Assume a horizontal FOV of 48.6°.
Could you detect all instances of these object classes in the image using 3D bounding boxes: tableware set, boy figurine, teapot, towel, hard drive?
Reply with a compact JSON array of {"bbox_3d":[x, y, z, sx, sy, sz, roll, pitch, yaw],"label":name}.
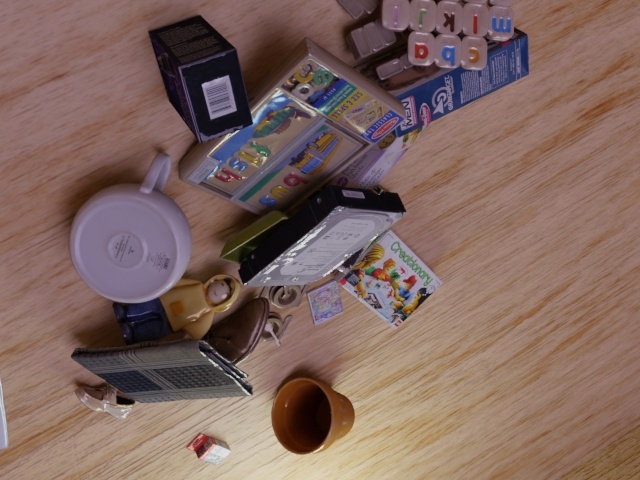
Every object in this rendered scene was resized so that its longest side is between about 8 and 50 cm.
[{"bbox_3d":[-0.107,0.184,1.807,0.128,0.039,0.194,13,114,-36],"label":"tableware set"},{"bbox_3d":[-0.307,0.155,1.582,0.285,0.177,0.092,-16,157,-15],"label":"boy figurine"},{"bbox_3d":[-0.368,-0.011,1.428,0.256,0.187,0.252,-25,104,8],"label":"teapot"},{"bbox_3d":[-0.344,0.292,1.603,0.324,0.056,0.312,-7,147,16],"label":"towel"},{"bbox_3d":[0.000,0.000,1.591,0.237,0.064,0.339,3,148,-47],"label":"hard drive"}]

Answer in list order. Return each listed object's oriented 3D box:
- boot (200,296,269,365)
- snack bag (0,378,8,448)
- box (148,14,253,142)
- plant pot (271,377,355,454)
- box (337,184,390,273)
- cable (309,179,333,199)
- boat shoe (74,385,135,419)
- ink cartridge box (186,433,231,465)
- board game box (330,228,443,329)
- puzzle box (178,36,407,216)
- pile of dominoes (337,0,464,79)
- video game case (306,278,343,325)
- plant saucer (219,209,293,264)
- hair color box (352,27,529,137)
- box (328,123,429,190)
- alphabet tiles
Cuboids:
[{"bbox_3d":[-0.243,0.249,1.734,0.115,0.112,0.305,34,103,-31],"label":"boot"},{"bbox_3d":[-0.851,0.362,1.490,0.343,0.037,0.323,-9,125,-26],"label":"snack bag"},{"bbox_3d":[-0.219,-0.298,1.292,0.108,0.207,0.153,-23,129,-15],"label":"box"},{"bbox_3d":[-0.002,0.492,1.994,0.205,0.205,0.188,-54,147,12],"label":"plant pot"},{"bbox_3d":[0.095,-0.031,1.766,0.087,0.058,0.232,27,105,-40],"label":"box"},{"bbox_3d":[-0.073,-0.162,1.597,0.287,0.072,0.139,5,136,-20],"label":"cable"},{"bbox_3d":[-0.510,0.374,1.688,0.059,0.063,0.170,-45,142,0],"label":"boat shoe"},{"bbox_3d":[-0.310,0.581,1.968,0.063,0.029,0.115,-46,133,6],"label":"ink cartridge box"},{"bbox_3d":[0.184,0.101,1.913,0.193,0.053,0.305,-46,132,4],"label":"board game box"},{"bbox_3d":[-0.062,-0.201,1.441,0.272,0.052,0.409,23,133,-38],"label":"puzzle box"},{"bbox_3d":[0.172,-0.465,1.492,0.251,0.040,0.196,-27,98,-13],"label":"pile of dominoes"},{"bbox_3d":[0.013,0.165,1.884,0.087,0.011,0.122,-24,131,-15],"label":"video game case"},{"bbox_3d":[-0.114,-0.007,1.611,0.188,0.045,0.188,-31,157,20],"label":"plant saucer"},{"bbox_3d":[0.264,-0.370,1.553,0.347,0.174,0.105,-27,132,-12],"label":"hair color box"},{"bbox_3d":[0.151,-0.215,1.616,0.324,0.067,0.063,-48,144,-10],"label":"box"},{"bbox_3d":[0.263,-0.491,1.457,0.284,0.021,0.278,2,87,-11],"label":"alphabet tiles"}]
